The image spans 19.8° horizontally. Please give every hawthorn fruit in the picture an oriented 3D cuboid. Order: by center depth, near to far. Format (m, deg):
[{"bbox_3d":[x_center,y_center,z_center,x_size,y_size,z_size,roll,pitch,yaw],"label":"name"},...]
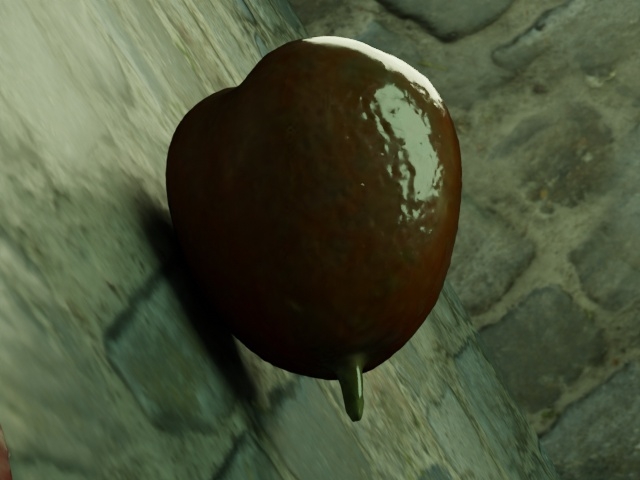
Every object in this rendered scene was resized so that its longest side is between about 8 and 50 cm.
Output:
[{"bbox_3d":[0.000,0.000,1.152,0.199,0.199,0.251,48,30,-54],"label":"hawthorn fruit"}]

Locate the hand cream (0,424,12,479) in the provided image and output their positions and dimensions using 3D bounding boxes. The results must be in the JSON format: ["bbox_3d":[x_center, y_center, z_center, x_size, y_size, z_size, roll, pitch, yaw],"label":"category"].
[{"bbox_3d":[-0.153,0.022,0.313,0.193,0.125,0.193,57,9,-15],"label":"hand cream"}]
